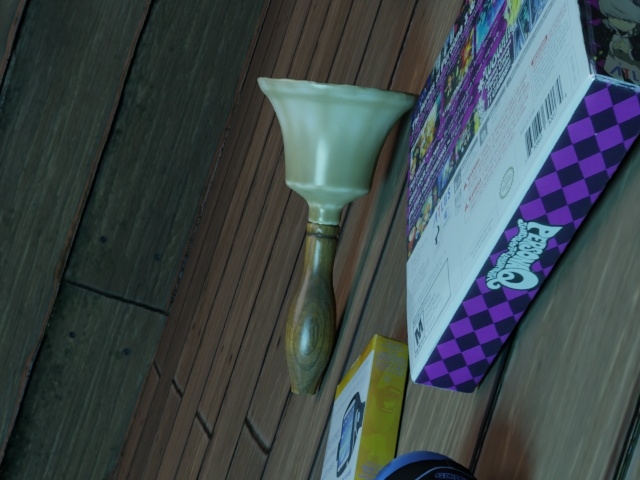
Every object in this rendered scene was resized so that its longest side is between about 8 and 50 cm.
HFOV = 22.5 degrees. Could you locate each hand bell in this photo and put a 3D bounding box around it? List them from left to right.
[{"bbox_3d":[0.000,0.000,1.245,0.126,0.126,0.242,-150,67,-80],"label":"hand bell"}]

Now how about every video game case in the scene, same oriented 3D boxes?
[{"bbox_3d":[0.101,-0.070,0.834,0.232,0.041,0.210,115,164,-45],"label":"video game case"}]

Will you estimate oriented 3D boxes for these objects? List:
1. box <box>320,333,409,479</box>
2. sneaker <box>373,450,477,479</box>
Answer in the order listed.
[{"bbox_3d":[0.024,0.136,1.007,0.081,0.028,0.136,122,161,-55],"label":"box"},{"bbox_3d":[0.017,0.209,0.740,0.090,0.081,0.232,-133,63,-87],"label":"sneaker"}]
